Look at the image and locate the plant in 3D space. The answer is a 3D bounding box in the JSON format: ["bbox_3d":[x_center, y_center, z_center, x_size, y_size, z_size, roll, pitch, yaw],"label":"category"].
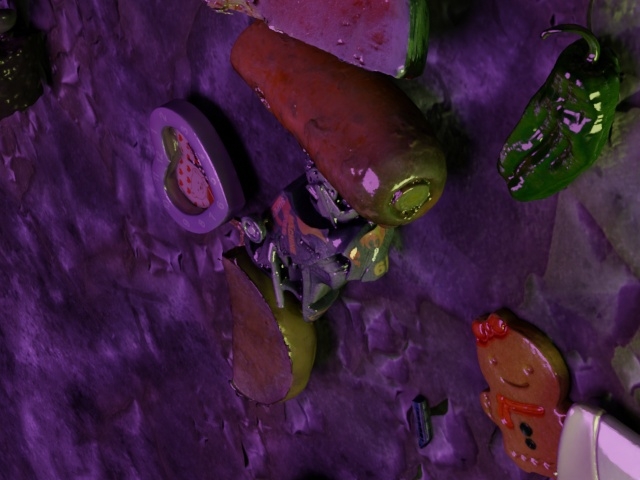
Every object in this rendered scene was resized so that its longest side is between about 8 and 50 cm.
[{"bbox_3d":[-0.514,-0.321,2.142,0.149,0.146,0.274,33,140,38],"label":"plant"}]

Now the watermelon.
[{"bbox_3d":[0.013,-0.261,1.448,0.305,0.180,0.224,29,153,35],"label":"watermelon"}]

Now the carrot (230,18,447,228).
[{"bbox_3d":[0.025,-0.143,1.580,0.302,0.139,0.138,50,148,25],"label":"carrot"}]

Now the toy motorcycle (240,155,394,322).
[{"bbox_3d":[0.000,0.000,1.759,0.173,0.108,0.307,49,149,5],"label":"toy motorcycle"}]

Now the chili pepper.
[{"bbox_3d":[0.233,-0.113,1.373,0.100,0.074,0.257,47,147,16],"label":"chili pepper"}]

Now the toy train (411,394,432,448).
[{"bbox_3d":[0.136,0.243,1.859,0.017,0.017,0.083,16,129,38],"label":"toy train"}]

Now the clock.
[{"bbox_3d":[-0.159,-0.096,1.928,0.172,0.064,0.198,36,142,32],"label":"clock"}]

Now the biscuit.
[{"bbox_3d":[0.244,0.186,1.649,0.166,0.036,0.225,15,128,49],"label":"biscuit"}]

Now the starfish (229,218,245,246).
[{"bbox_3d":[-0.103,-0.012,1.970,0.086,0.016,0.092,44,151,18],"label":"starfish"}]

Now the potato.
[{"bbox_3d":[-0.057,0.120,1.942,0.138,0.098,0.243,28,134,37],"label":"potato"}]

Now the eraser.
[{"bbox_3d":[0.346,0.310,1.588,0.204,0.059,0.243,36,140,25],"label":"eraser"}]
